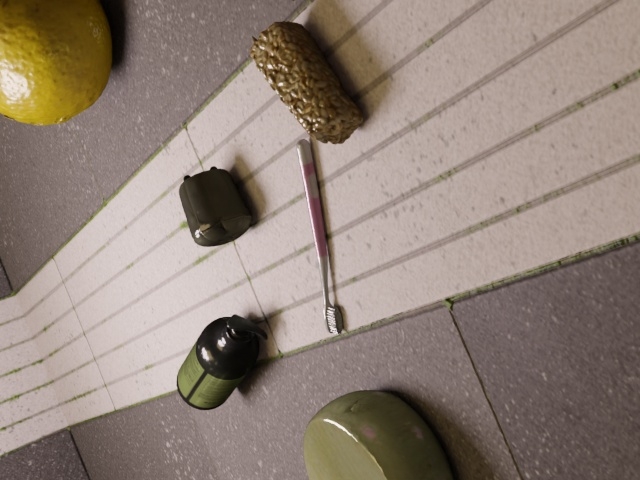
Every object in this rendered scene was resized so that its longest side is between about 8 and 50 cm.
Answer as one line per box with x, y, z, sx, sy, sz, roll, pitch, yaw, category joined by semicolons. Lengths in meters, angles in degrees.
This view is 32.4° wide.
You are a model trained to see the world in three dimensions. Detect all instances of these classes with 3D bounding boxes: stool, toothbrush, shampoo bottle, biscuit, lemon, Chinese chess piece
-0.160;-0.050;1.656;0.110;0.096;0.096;66;152;12;stool
0.000;0.000;1.490;0.025;0.020;0.286;15;122;46;toothbrush
-0.161;0.190;1.809;0.101;0.101;0.284;60;150;15;shampoo bottle
-0.016;-0.190;1.333;0.070;0.082;0.168;-46;65;32;biscuit
-0.474;-0.325;1.852;0.245;0.245;0.320;49;156;31;lemon
0.080;0.324;1.484;0.250;0.101;0.250;38;139;43;Chinese chess piece
